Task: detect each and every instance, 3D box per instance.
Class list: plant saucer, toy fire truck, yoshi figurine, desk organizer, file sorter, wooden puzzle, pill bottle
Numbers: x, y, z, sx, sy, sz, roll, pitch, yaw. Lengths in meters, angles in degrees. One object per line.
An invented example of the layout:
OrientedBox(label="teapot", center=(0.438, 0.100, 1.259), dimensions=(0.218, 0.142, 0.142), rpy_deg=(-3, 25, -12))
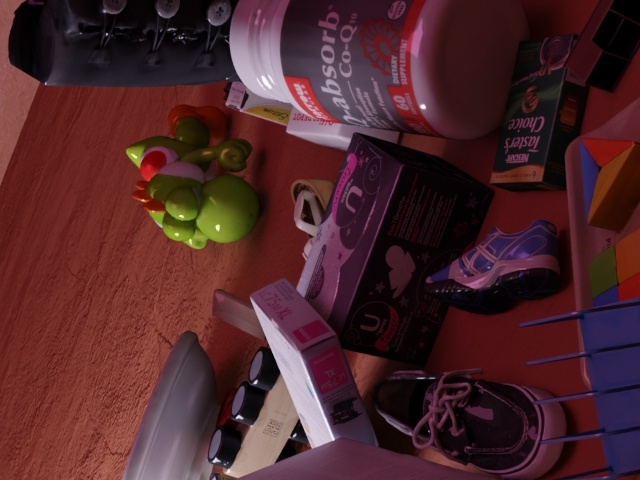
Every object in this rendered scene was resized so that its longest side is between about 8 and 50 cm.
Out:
OrientedBox(label="plant saucer", center=(-0.219, 0.338, 2.361), dimensions=(0.400, 0.101, 0.400), rpy_deg=(17, -90, -87))
OrientedBox(label="toy fire truck", center=(-0.095, 0.197, 2.268), dimensions=(0.246, 0.159, 0.217), rpy_deg=(-103, 36, -61))
OrientedBox(label="yoshi figurine", center=(-0.189, -0.089, 2.601), dimensions=(0.203, 0.203, 0.362), rpy_deg=(-24, 25, 6))
OrientedBox(label="desk organizer", center=(0.333, -0.237, 1.775), dimensions=(0.130, 0.047, 0.050), rpy_deg=(-63, 32, 22))
OrientedBox(label="file sorter", center=(0.273, 0.148, 1.529), dimensions=(0.118, 0.105, 0.170), rpy_deg=(-20, 78, 58))
OrientedBox(label="wooden puzzle", center=(0.361, -0.042, 1.585), dimensions=(0.348, 0.081, 0.322), rpy_deg=(-36, 46, 50))
OrientedBox(label="pill bottle", center=(0.067, -0.247, 1.998), dimensions=(0.363, 0.210, 0.210), rpy_deg=(12, 87, 44))

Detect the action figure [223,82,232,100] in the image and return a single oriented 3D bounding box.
OrientedBox(label="action figure", center=(-0.082, -0.356, 2.569), dimensions=(0.185, 0.099, 0.285), rpy_deg=(13, 84, 70))

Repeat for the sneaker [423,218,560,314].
OrientedBox(label="sneaker", center=(0.207, 0.033, 1.853), dimensions=(0.211, 0.080, 0.081), rpy_deg=(-16, 56, 48))

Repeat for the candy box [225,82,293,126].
OrientedBox(label="candy box", center=(-0.029, -0.286, 2.355), dimensions=(0.071, 0.159, 0.233), rpy_deg=(30, 103, 64))

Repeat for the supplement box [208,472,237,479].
OrientedBox(label="supplement box", center=(-0.124, 0.391, 2.268), dimensions=(0.056, 0.083, 0.083), rpy_deg=(-54, 34, 34))

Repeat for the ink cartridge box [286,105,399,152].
OrientedBox(label="ink cartridge box", center=(0.055, -0.248, 2.241), dimensions=(0.172, 0.100, 0.237), rpy_deg=(12, 87, 63))

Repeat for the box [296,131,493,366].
OrientedBox(label="box", center=(0.085, 0.009, 2.009), dimensions=(0.163, 0.142, 0.247), rpy_deg=(40, 112, 60))

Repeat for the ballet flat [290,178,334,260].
OrientedBox(label="ballet flat", center=(0.000, 0.000, 2.247), dimensions=(0.080, 0.073, 0.232), rpy_deg=(-56, 33, 33))

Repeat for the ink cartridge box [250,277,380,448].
OrientedBox(label="ink cartridge box", center=(0.012, 0.216, 1.999), dimensions=(0.186, 0.065, 0.311), rpy_deg=(45, 156, 60))

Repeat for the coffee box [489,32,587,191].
OrientedBox(label="coffee box", center=(0.264, -0.150, 1.865), dimensions=(0.113, 0.040, 0.184), rpy_deg=(5, 80, 62))

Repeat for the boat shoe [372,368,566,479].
OrientedBox(label="boat shoe", center=(0.161, 0.199, 1.808), dimensions=(0.306, 0.105, 0.113), rpy_deg=(19, 93, 63))

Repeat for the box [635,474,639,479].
OrientedBox(label="box", center=(0.356, 0.284, 1.492), dimensions=(0.201, 0.021, 0.164), rpy_deg=(39, 111, 60))

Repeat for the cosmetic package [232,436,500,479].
OrientedBox(label="cosmetic package", center=(-0.006, 0.331, 1.691), dimensions=(0.284, 0.377, 0.097), rpy_deg=(5, 105, 47))

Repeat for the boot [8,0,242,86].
OrientedBox(label="boot", center=(-0.188, -0.384, 2.097), dimensions=(0.146, 0.445, 0.367), rpy_deg=(12, 101, 54))
